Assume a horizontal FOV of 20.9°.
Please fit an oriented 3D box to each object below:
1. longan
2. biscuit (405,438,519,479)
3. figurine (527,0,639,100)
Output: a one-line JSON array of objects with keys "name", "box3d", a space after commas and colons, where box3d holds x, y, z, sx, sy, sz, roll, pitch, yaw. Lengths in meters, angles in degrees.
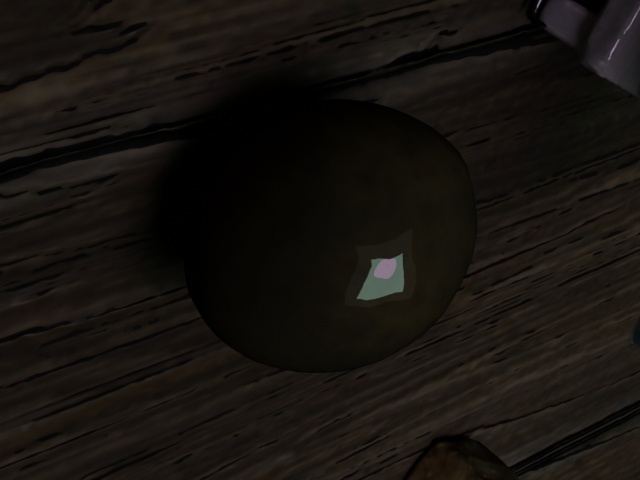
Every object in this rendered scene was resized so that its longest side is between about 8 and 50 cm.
[{"name": "longan", "box3d": [0.000, 0.000, 0.630, 0.106, 0.106, 0.119, -31, -175, -27]}, {"name": "biscuit", "box3d": [0.041, 0.192, 0.901, 0.052, 0.056, 0.188, 10, 114, -53]}, {"name": "figurine", "box3d": [0.217, -0.063, 0.673, 0.182, 0.257, 0.144, -44, 145, -6]}]
